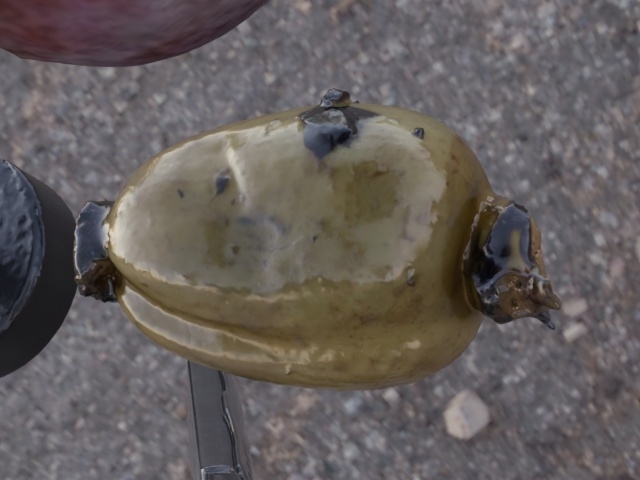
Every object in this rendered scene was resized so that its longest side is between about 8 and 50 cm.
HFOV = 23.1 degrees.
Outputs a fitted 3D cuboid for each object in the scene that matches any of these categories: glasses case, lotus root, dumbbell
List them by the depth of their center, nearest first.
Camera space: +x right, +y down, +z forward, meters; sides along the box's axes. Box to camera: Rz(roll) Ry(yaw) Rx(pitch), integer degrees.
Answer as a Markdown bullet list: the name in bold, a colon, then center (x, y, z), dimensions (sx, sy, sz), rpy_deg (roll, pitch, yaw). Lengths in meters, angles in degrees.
- **lotus root**: center (0.000, 0.000, 0.825), dimensions (0.257, 0.154, 0.140), rpy_deg (2, 30, 11)
- **glasses case**: center (-0.067, 0.140, 1.038), dimensions (0.042, 0.072, 0.190), rpy_deg (-9, 18, -4)
- **dumbbell**: center (-0.363, -0.014, 1.291), dimensions (0.204, 0.322, 0.203), rpy_deg (-9, 67, 23)

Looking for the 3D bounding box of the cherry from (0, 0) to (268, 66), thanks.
- **cherry**: center (-0.061, -0.160, 0.511), dimensions (0.250, 0.192, 0.175), rpy_deg (-32, 48, 49)
